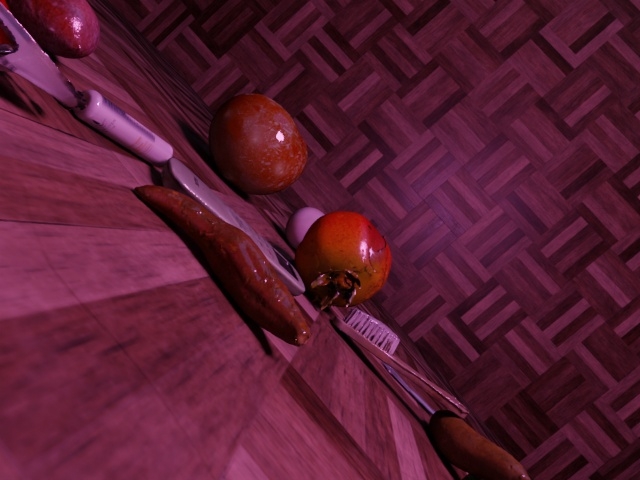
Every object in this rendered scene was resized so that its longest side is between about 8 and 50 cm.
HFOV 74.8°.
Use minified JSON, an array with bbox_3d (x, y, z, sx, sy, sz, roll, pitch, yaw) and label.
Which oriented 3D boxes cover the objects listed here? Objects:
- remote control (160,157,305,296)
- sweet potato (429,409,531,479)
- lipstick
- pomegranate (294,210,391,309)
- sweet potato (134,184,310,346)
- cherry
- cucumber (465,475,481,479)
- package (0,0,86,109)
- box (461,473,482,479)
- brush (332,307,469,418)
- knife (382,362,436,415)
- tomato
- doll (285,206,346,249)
[{"bbox_3d":[-0.127,-0.007,0.657,0.309,0.038,0.090,47,4,-36],"label":"remote control"},{"bbox_3d":[0.276,0.398,0.836,0.108,0.079,0.346,29,-6,-2],"label":"sweet potato"},{"bbox_3d":[-0.253,-0.143,0.547,0.040,0.040,0.141,50,4,24],"label":"lipstick"},{"bbox_3d":[0.045,0.046,0.896,0.210,0.210,0.235,48,27,-14],"label":"pomegranate"},{"bbox_3d":[-0.103,0.023,0.485,0.255,0.058,0.078,45,24,6],"label":"sweet potato"},{"bbox_3d":[-0.382,-0.322,0.568,0.225,0.090,0.107,41,15,18],"label":"cherry"},{"bbox_3d":[0.251,0.413,0.595,0.052,0.058,0.214,14,4,-4],"label":"cucumber"},{"bbox_3d":[-0.318,-0.213,0.331,0.269,0.071,0.194,45,-11,-1],"label":"package"},{"bbox_3d":[0.349,0.529,0.721,0.235,0.034,0.132,49,4,-2],"label":"box"},{"bbox_3d":[0.171,0.242,0.859,0.327,0.065,0.070,37,-4,5],"label":"brush"},{"bbox_3d":[0.221,0.370,1.036,0.210,0.015,0.028,47,11,-15],"label":"knife"},{"bbox_3d":[-0.175,-0.238,1.096,0.270,0.222,0.270,38,-16,13],"label":"tomato"},{"bbox_3d":[0.000,0.000,1.179,0.221,0.221,0.251,46,32,-33],"label":"doll"}]
